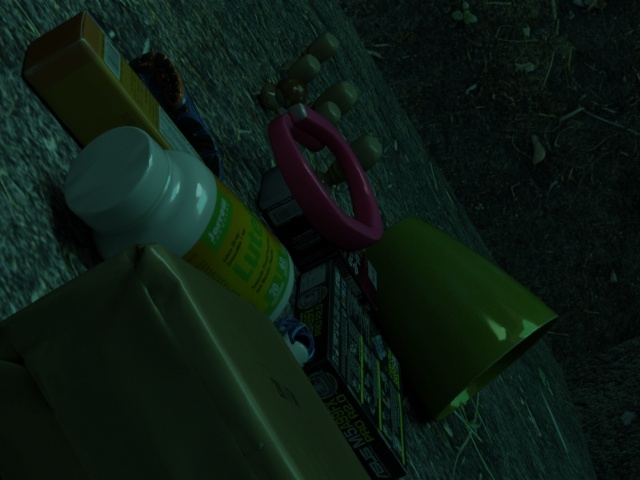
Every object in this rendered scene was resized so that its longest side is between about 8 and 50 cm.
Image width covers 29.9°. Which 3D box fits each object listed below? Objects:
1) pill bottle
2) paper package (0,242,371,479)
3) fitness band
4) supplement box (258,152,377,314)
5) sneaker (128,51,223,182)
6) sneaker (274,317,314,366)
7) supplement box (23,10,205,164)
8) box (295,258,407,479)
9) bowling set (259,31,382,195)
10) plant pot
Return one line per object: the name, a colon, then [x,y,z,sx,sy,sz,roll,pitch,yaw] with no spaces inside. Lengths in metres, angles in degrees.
pill bottle: [-0.141,-0.005,1.198,0.245,0.136,0.136,47,21,-47]
paper package: [-0.068,0.190,0.861,0.309,0.168,0.325,57,2,15]
fitness band: [0.014,-0.090,1.775,0.291,0.054,0.209,22,43,-66]
supplement box: [0.000,0.000,1.820,0.239,0.073,0.130,58,15,-21]
sneaker: [-0.165,-0.123,1.453,0.087,0.083,0.221,46,24,-71]
sneaker: [-0.032,0.130,1.499,0.053,0.059,0.144,58,14,-12]
supplement box: [-0.214,-0.126,1.284,0.233,0.078,0.080,55,13,-32]
box: [0.042,0.180,1.668,0.216,0.060,0.270,57,16,-24]
bowling set: [-0.042,-0.224,2.012,0.200,0.154,0.287,11,53,-49]
plant pot: [0.206,0.109,2.044,0.293,0.275,0.275,50,11,15]
